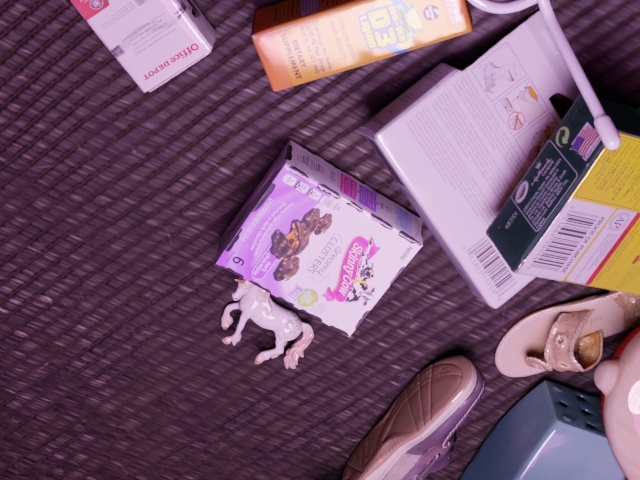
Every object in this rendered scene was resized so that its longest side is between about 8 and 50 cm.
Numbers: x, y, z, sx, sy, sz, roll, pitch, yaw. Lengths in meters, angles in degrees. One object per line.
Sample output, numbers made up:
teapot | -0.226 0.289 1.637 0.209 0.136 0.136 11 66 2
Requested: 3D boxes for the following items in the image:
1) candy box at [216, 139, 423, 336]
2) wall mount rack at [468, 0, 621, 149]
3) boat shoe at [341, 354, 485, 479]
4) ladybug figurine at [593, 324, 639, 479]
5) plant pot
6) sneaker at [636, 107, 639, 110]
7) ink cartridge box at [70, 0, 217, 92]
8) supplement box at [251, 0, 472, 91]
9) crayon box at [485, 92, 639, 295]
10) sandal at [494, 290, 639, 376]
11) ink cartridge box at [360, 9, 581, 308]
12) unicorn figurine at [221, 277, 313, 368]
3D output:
candy box | 0.000 0.000 1.566 0.196 0.070 0.165 30 117 -13
wall mount rack | 0.325 -0.281 1.309 0.350 0.130 0.304 -24 107 2
boat shoe | 0.134 0.260 1.700 0.092 0.103 0.285 27 122 -19
ladybug figurine | 0.523 0.209 1.584 0.449 0.162 0.305 21 100 -18
plant pot | 0.299 0.316 1.690 0.165 0.165 0.234 20 114 -9
sneaker | 0.399 -0.146 1.481 0.109 0.044 0.040 -14 147 -9
ink cartridge box | -0.194 -0.249 1.437 0.099 0.056 0.135 -29 114 19
supplement box | 0.045 -0.242 1.419 0.233 0.080 0.078 -17 119 9
crayon box | 0.370 -0.037 1.475 0.318 0.081 0.202 11 123 -34
sandal | 0.326 0.124 1.619 0.240 0.079 0.088 -27 115 17
ink cartridge box | 0.217 -0.096 1.510 0.239 0.060 0.275 -38 114 -5
unicorn figurine | -0.077 0.096 1.640 0.162 0.060 0.111 25 119 -30
